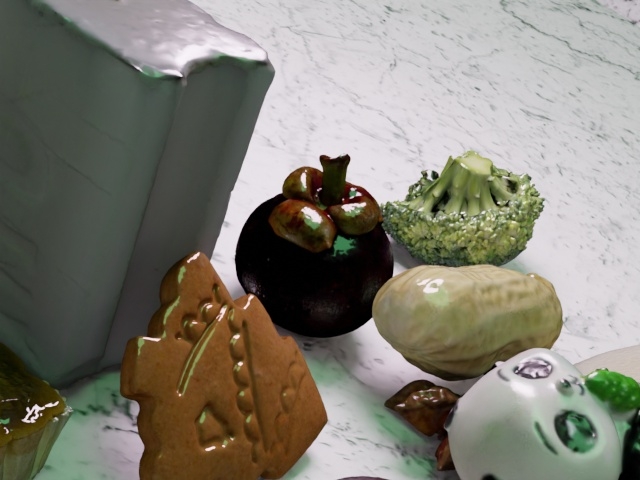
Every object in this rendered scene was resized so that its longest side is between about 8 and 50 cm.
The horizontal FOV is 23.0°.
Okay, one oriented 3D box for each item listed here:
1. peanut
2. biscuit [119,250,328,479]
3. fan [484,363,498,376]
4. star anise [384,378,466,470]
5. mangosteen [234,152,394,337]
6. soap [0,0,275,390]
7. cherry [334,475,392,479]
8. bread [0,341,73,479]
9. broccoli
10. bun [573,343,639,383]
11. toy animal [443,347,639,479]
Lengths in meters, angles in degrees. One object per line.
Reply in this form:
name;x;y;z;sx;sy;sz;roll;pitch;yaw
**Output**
peanut;0.197;0.102;2.022;0.313;0.152;0.152;-3;37;-46
biscuit;-0.094;0.166;1.735;0.306;0.043;0.284;21;66;-45
fan;0.235;0.182;2.087;0.023;0.057;0.282;-19;40;-9
star anise;0.176;0.224;1.924;0.196;0.111;0.212;15;36;-1
mangosteen;0.000;0.000;2.017;0.211;0.250;0.211;12;28;-7
soap;-0.279;-0.091;1.777;0.350;0.435;0.213;40;34;26
cherry;0.051;0.336;1.541;0.266;0.183;0.213;6;44;1
bread;-0.382;0.169;1.596;0.210;0.110;0.192;36;30;22
broccoli;0.207;-0.044;2.325;0.226;0.176;0.198;30;21;-20
bun;0.442;0.241;2.036;0.263;0.175;0.263;-11;9;2
toy animal;0.279;0.227;1.783;0.266;0.212;0.212;27;19;-45
